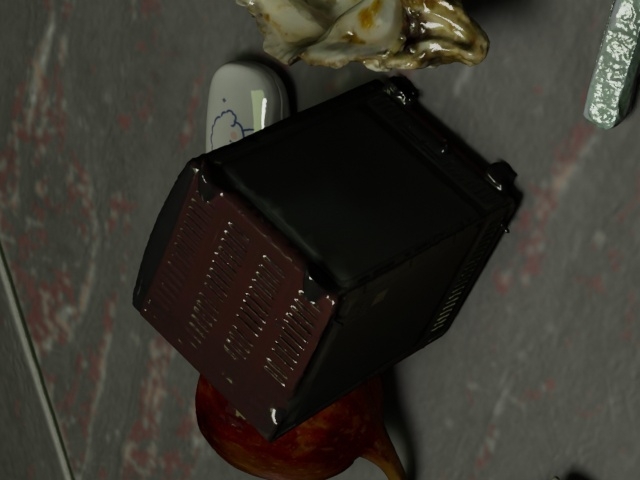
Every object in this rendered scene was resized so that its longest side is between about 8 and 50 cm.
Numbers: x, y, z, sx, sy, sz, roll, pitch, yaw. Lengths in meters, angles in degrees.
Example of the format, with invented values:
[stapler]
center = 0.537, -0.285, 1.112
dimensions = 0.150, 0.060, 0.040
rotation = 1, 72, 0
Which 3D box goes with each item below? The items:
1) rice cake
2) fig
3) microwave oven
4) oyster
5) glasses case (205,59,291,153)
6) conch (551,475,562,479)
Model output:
[rice cake]
center = 0.225, -0.175, 1.171
dimensions = 0.033, 0.033, 0.207
rotation = 23, 121, 21
[fig]
center = -0.002, 0.143, 1.428
dimensions = 0.207, 0.175, 0.175
rotation = 29, 126, 11
[microwave oven]
center = 0.000, 0.002, 1.297
dimensions = 0.188, 0.247, 0.178
rotation = 46, 134, 19
[oyster]
center = 0.013, -0.218, 1.289
dimensions = 0.341, 0.110, 0.166
rotation = 22, 115, 37
[glasses case]
center = -0.063, -0.062, 1.456
dimensions = 0.076, 0.049, 0.197
rotation = 20, 120, 35
[conch]
center = 0.168, 0.353, 1.335
dimensions = 0.352, 0.210, 0.297
rotation = -29, 73, 42
